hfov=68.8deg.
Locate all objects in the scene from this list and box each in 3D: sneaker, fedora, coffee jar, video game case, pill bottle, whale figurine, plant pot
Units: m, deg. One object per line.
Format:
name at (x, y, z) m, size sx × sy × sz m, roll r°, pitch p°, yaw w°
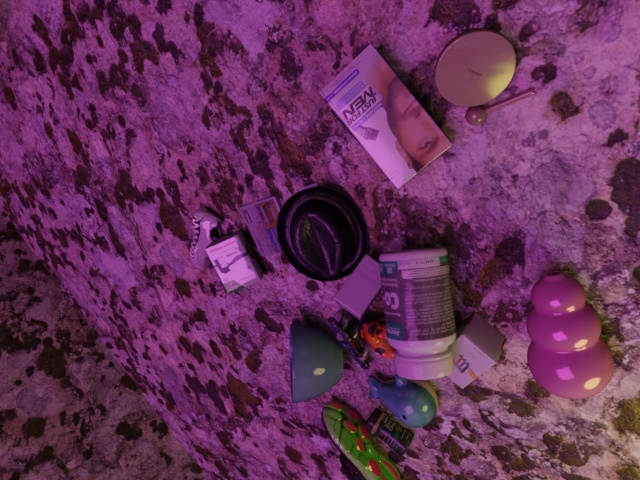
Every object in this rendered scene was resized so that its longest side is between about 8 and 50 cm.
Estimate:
sneaker at (-0.469, 0.010, 1.938) m, size 0.118 × 0.110 × 0.292 m, roll 21°, pitch 126°, yaw 13°
fedora at (0.000, 0.000, 1.502) m, size 0.333 × 0.152 × 0.335 m, roll 2°, pitch 108°, yaw 6°
coffee jar at (0.269, 0.750, 1.837) m, size 0.184 × 0.096 × 0.079 m, roll 31°, pitch 126°, yaw 16°
video game case at (-0.194, -0.051, 1.762) m, size 0.193 × 0.023 × 0.213 m, roll -13°, pitch 106°, yaw 39°
pill bottle at (0.289, 0.207, 1.379) m, size 0.204 × 0.204 × 0.362 m, roll -7°, pitch 89°, yaw 37°
whale figurine at (0.286, 0.582, 1.702) m, size 0.271 × 0.141 × 0.217 m, roll 9°, pitch 120°, yaw 31°
sneaker at (0.134, 0.897, 1.956) m, size 0.202 × 0.185 × 0.483 m, roll -31°, pitch 94°, yaw 37°
plant pot at (-0.017, 0.466, 1.790) m, size 0.195 × 0.290 × 0.291 m, roll -1°, pitch 120°, yaw -5°

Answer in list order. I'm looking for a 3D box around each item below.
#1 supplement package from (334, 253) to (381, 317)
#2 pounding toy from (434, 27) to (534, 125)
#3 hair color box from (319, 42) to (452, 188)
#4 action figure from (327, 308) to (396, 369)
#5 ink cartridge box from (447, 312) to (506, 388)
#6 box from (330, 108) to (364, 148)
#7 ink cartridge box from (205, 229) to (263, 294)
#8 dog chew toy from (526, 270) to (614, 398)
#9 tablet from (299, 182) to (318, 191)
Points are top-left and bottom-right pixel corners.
supplement package at (0.140, 0.154, 1.528) m, size 0.105 × 0.179 × 0.105 m, roll 35°, pitch 171°, yaw 13°
pounding toy at (0.379, -0.414, 1.130) m, size 0.182 × 0.110 × 0.237 m, roll -29°, pitch 126°, yaw 30°
hair color box at (0.177, -0.328, 1.257) m, size 0.185 × 0.110 × 0.339 m, roll -39°, pitch 91°, yaw 18°
action figure at (0.182, 0.344, 1.673) m, size 0.329 × 0.179 × 0.341 m, roll 19°, pitch 152°, yaw 33°
ink cartridge box at (0.461, 0.345, 1.459) m, size 0.127 × 0.128 × 0.176 m, roll 40°, pitch 132°, yaw 9°
box at (0.133, -0.345, 1.362) m, size 0.207 × 0.036 × 0.114 m, roll 49°, pitch 132°, yaw 2°
ink cartridge box at (-0.341, 0.085, 1.855) m, size 0.152 × 0.087 × 0.209 m, roll -24°, pitch 101°, yaw 7°
dog chew toy at (0.646, 0.243, 1.237) m, size 0.206 × 0.206 × 0.332 m, roll -7°, pitch 102°, yaw 37°
tablet at (-0.033, -0.162, 1.599) m, size 0.083 × 0.006 × 0.054 m, roll -15°, pitch 105°, yaw 39°
